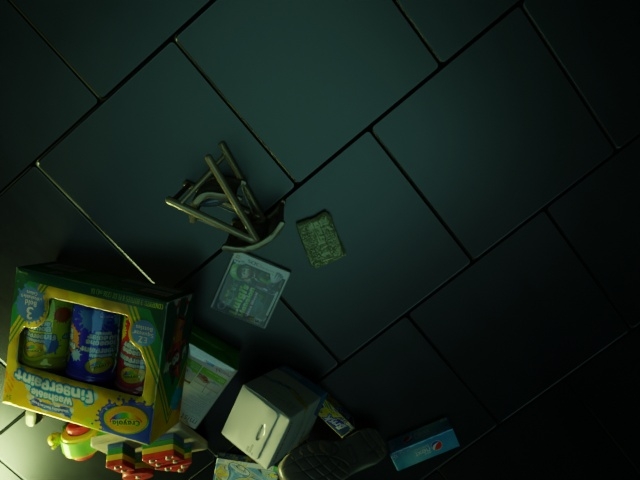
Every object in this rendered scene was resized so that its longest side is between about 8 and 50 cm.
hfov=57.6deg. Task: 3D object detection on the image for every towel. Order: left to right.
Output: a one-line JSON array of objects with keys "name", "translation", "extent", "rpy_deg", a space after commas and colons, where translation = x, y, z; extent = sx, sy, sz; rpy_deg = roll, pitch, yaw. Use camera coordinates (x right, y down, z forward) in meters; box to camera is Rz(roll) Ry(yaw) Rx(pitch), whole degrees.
[{"name": "towel", "translation": [0.000, 0.000, 1.640], "extent": [0.110, 0.027, 0.148], "rpy_deg": [-22, 107, 4]}]

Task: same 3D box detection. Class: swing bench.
[{"name": "swing bench", "translation": [-0.225, -0.095, 1.484], "extent": [0.254, 0.253, 0.165], "rpy_deg": [43, 100, -13]}]

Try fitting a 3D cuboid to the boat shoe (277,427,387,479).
[{"name": "boat shoe", "translation": [0.031, 0.655, 1.701], "extent": [0.355, 0.132, 0.130], "rpy_deg": [-2, 143, -31]}]

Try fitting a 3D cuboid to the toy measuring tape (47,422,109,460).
[{"name": "toy measuring tape", "translation": [-0.645, 0.585, 1.725], "extent": [0.329, 0.121, 0.122], "rpy_deg": [-4, 106, -2]}]

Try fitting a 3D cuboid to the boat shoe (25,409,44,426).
[{"name": "boat shoe", "translation": [-0.840, 0.484, 1.724], "extent": [0.048, 0.042, 0.133], "rpy_deg": [19, 105, 18]}]

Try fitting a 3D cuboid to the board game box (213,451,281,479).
[{"name": "board game box", "translation": [-0.235, 0.747, 1.833], "extent": [0.201, 0.035, 0.136], "rpy_deg": [10, 105, -6]}]

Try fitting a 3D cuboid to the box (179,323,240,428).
[{"name": "box", "translation": [-0.402, 0.369, 1.670], "extent": [0.261, 0.127, 0.231], "rpy_deg": [32, 102, -12]}]

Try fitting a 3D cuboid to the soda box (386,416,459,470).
[{"name": "soda box", "translation": [0.318, 0.634, 1.816], "extent": [0.210, 0.067, 0.071], "rpy_deg": [-23, 106, 4]}]

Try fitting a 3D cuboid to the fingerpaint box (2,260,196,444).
[{"name": "fingerpaint box", "translation": [-0.581, 0.281, 1.524], "extent": [0.444, 0.163, 0.372], "rpy_deg": [11, 97, 13]}]

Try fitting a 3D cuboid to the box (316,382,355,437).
[{"name": "box", "translation": [0.031, 0.518, 1.771], "extent": [0.054, 0.059, 0.169], "rpy_deg": [-41, 104, 11]}]

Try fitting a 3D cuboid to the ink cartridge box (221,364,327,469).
[{"name": "ink cartridge box", "translation": [-0.125, 0.486, 1.638], "extent": [0.168, 0.232, 0.171], "rpy_deg": [29, 105, 21]}]

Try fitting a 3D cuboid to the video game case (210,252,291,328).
[{"name": "video game case", "translation": [-0.201, 0.140, 1.671], "extent": [0.173, 0.022, 0.191], "rpy_deg": [23, 103, -9]}]

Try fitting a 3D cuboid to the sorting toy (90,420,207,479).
[{"name": "sorting toy", "translation": [-0.483, 0.618, 1.676], "extent": [0.257, 0.090, 0.255], "rpy_deg": [-11, 148, 2]}]
